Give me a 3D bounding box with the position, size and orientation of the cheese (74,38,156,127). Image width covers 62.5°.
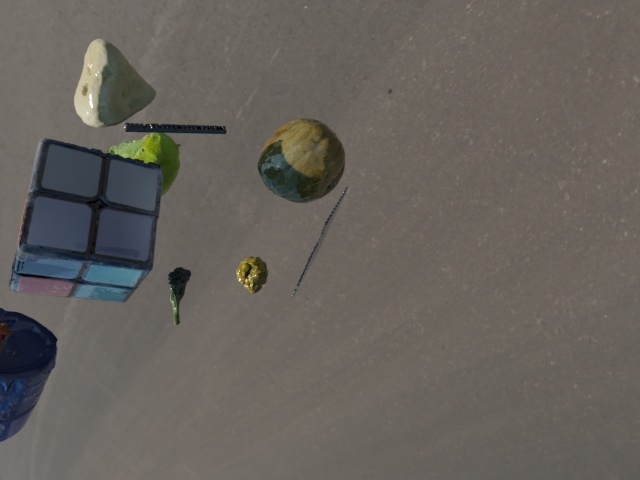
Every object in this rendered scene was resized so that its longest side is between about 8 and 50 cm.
[{"bbox_3d":[-0.700,-0.496,1.705,0.173,0.248,0.251,25,156,27],"label":"cheese"}]

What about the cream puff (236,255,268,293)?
[{"bbox_3d":[-0.285,0.148,2.223,0.146,0.146,0.116,63,177,-21],"label":"cream puff"}]

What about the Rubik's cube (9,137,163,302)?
[{"bbox_3d":[-0.620,-0.035,1.403,0.315,0.314,0.318,11,153,-29],"label":"Rubik's cube"}]

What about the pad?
[{"bbox_3d":[0.000,0.000,1.506,0.012,0.269,0.270,27,124,2],"label":"pad"}]

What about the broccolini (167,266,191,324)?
[{"bbox_3d":[-0.454,0.174,1.639,0.068,0.091,0.203,14,111,-11],"label":"broccolini"}]

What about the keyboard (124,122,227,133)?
[{"bbox_3d":[-0.287,-0.224,1.049,0.060,0.195,0.018,-144,54,-63],"label":"keyboard"}]

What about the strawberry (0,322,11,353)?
[{"bbox_3d":[-0.687,0.218,0.996,0.085,0.140,0.192,44,117,13],"label":"strawberry"}]

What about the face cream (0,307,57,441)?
[{"bbox_3d":[-0.782,0.315,1.247,0.249,0.249,0.225,36,110,7],"label":"face cream"}]

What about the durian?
[{"bbox_3d":[-0.661,-0.250,1.929,0.339,0.204,0.256,-19,92,-2],"label":"durian"}]

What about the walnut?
[{"bbox_3d":[-0.055,-0.245,1.660,0.283,0.282,0.227,53,178,-11],"label":"walnut"}]
